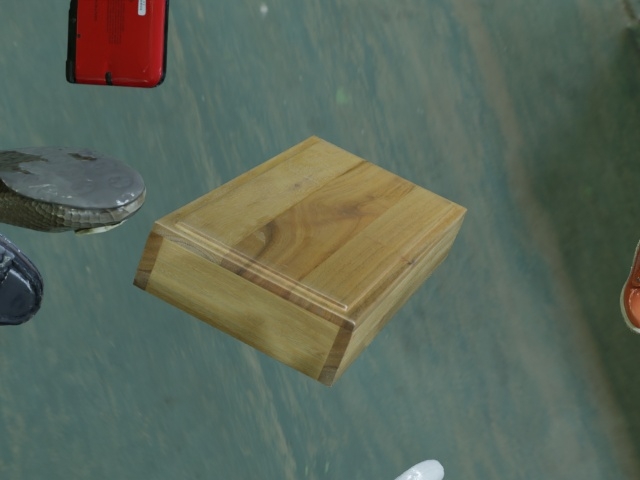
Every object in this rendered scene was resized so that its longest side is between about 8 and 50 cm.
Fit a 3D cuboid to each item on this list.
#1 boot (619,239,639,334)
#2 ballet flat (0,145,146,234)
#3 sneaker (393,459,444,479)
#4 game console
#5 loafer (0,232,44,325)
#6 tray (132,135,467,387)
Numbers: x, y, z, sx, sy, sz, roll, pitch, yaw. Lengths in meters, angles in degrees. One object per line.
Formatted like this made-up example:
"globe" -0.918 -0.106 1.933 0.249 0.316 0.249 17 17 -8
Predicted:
"boot" 0.454 0.049 1.795 0.059 0.085 0.158 12 68 6
"ballet flat" -0.237 -0.034 0.969 0.249 0.084 0.058 7 119 24
"sneaker" 0.129 0.407 1.942 0.094 0.080 0.212 42 43 22
"game console" -0.153 -0.192 1.011 0.124 0.085 0.144 6 98 24
"loafer" -0.397 0.007 1.241 0.302 0.095 0.109 33 89 -26
"tray" 0.000 0.000 1.315 0.202 0.411 0.076 26 113 11
